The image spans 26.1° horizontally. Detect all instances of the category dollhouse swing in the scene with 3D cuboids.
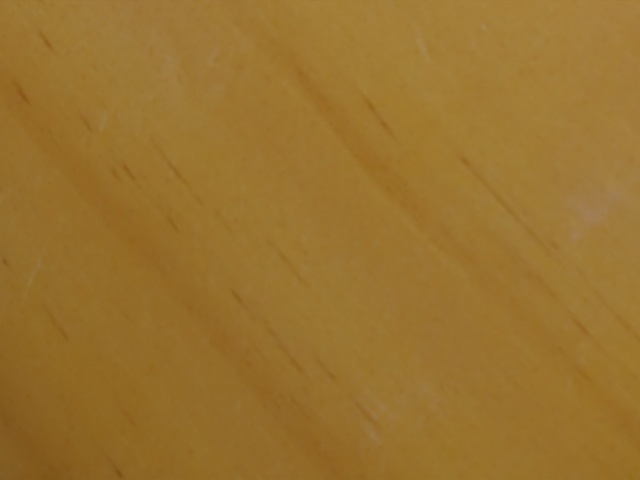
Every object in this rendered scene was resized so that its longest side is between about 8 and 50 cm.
[{"bbox_3d":[0.014,-0.056,0.469,0.305,0.347,0.315,42,10,6],"label":"dollhouse swing"}]
